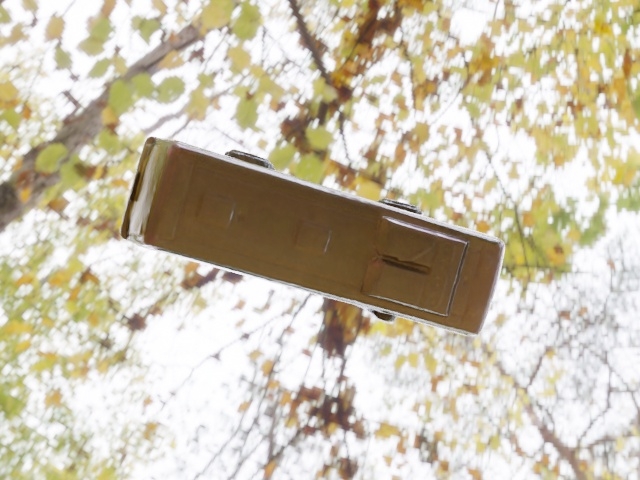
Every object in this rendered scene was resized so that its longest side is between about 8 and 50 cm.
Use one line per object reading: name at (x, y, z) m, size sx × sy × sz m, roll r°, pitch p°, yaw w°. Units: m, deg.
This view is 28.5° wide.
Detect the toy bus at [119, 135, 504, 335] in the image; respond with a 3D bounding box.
toy bus at (0.000, 0.000, 0.564) m, size 0.172 × 0.072 × 0.057 m, roll 16°, pitch -90°, yaw -18°
